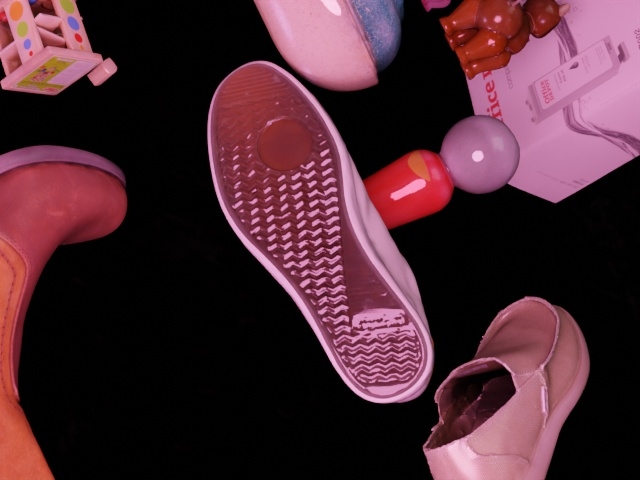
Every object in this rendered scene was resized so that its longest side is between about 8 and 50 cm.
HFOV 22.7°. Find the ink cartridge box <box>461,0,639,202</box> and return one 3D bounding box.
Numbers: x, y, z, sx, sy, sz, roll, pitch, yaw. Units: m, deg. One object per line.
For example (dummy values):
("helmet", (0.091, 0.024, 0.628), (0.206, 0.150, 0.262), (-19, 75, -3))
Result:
("ink cartridge box", (0.286, -0.195, 1.600), (0.117, 0.283, 0.207), (19, 50, -42))

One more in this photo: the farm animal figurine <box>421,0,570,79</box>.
("farm animal figurine", (0.133, -0.335, 1.469), (0.326, 0.172, 0.330), (55, 9, -49))

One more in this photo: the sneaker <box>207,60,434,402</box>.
("sneaker", (0.000, 0.000, 1.250), (0.290, 0.106, 0.123), (65, 7, 12))

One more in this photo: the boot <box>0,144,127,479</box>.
("boot", (-0.171, 0.091, 0.919), (0.264, 0.096, 0.280), (-11, 75, -57))

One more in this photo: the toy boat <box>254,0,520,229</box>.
("toy boat", (0.044, -0.165, 1.328), (0.318, 0.148, 0.267), (63, 3, -15))

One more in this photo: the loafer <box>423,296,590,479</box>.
("loafer", (0.155, 0.126, 1.335), (0.092, 0.102, 0.268), (54, 33, -22))

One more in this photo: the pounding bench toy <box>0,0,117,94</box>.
("pounding bench toy", (-0.186, -0.143, 1.119), (0.083, 0.052, 0.065), (2, 64, -54))
